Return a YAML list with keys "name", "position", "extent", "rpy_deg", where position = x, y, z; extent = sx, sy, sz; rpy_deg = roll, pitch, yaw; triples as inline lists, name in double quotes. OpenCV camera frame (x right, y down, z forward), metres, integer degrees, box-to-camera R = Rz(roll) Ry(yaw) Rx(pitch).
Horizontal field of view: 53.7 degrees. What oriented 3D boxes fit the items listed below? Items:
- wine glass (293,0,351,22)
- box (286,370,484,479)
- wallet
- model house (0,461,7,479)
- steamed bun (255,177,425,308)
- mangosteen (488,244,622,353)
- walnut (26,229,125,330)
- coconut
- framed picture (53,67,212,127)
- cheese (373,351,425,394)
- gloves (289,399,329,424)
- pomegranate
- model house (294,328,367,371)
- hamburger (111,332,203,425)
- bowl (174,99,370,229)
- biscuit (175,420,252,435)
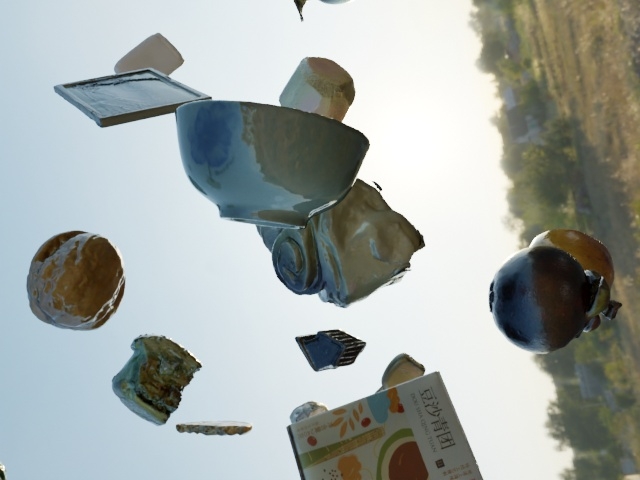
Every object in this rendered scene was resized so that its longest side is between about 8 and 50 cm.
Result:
- name: "wine glass"
  position: [0.036, -0.588, 1.445]
  extent: [0.103, 0.222, 0.103]
  rpy_deg: [-22, -90, -85]
- name: "box"
  position: [0.155, 0.530, 1.437]
  extent: [0.122, 0.386, 0.344]
  rpy_deg: [67, -177, -61]
- name: "wallet"
  position: [-0.492, -0.507, 1.820]
  extent: [0.124, 0.032, 0.183]
  rpy_deg: [45, -111, -9]
- name: "model house"
  position: [-0.755, 0.398, 1.106]
  extent: [0.271, 0.190, 0.300]
  rpy_deg: [-38, -72, -30]
- name: "steamed bun"
  position: [0.000, 0.000, 1.311]
  extent: [0.237, 0.394, 0.346]
  rpy_deg: [-48, -42, -25]
- name: "mangosteen"
  position: [0.489, 0.126, 1.327]
  extent: [0.228, 0.266, 0.228]
  rpy_deg: [4, -90, -78]
- name: "walnut"
  position: [-0.595, 0.096, 1.568]
  extent: [0.257, 0.225, 0.256]
  rpy_deg: [13, -111, -38]
- name: "coconut"
  position: [-0.011, -0.296, 1.334]
  extent: [0.147, 0.152, 0.147]
  rpy_deg: [23, -144, -17]
- name: "framed picture"
  position: [-0.427, -0.327, 1.414]
  extent: [0.247, 0.335, 0.022]
  rpy_deg: [-20, -56, -29]
- name: "cheese"
  position: [0.184, 0.378, 1.658]
  extent: [0.097, 0.192, 0.037]
  rpy_deg: [38, -165, -19]
- name: "gloves"
  position: [-0.030, 0.491, 1.787]
  extent: [0.070, 0.114, 0.153]
  rpy_deg: [59, 165, -1]
- name: "pomegranate"
  position: [0.665, 0.093, 1.738]
  extent: [0.264, 0.264, 0.264]
  rpy_deg: [-14, -90, -70]
- name: "model house"
  position: [0.049, 0.269, 1.606]
  extent: [0.165, 0.152, 0.106]
  rpy_deg: [-2, -107, -49]
- name: "hamburger"
  position: [-0.405, 0.332, 1.536]
  extent: [0.192, 0.288, 0.167]
  rpy_deg: [40, -118, -5]
- name: "bowl"
  position: [-0.078, -0.095, 0.928]
  extent: [0.289, 0.289, 0.146]
  rpy_deg: [17, -100, -67]
- name: "biscuit"
  position: [-0.296, 0.545, 1.836]
  extent: [0.144, 0.224, 0.033]
  rpy_deg: [33, -124, -72]
